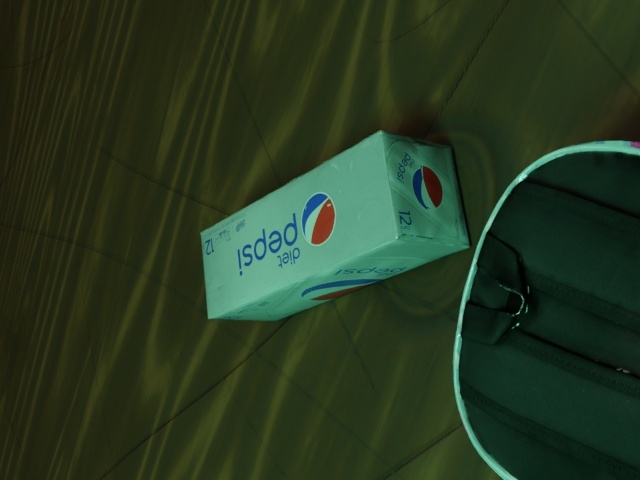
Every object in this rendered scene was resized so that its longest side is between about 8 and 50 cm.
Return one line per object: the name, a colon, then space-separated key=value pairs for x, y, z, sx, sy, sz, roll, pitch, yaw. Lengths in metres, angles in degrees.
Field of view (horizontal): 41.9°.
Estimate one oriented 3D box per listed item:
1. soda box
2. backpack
soda box: x=0.000 y=0.000 z=0.788 sx=0.286 sy=0.091 sz=0.098 roll=-26 pitch=66 yaw=46
backpack: x=0.206 y=0.061 z=0.454 sx=0.253 sy=0.191 sz=0.225 roll=19 pitch=99 yaw=42
